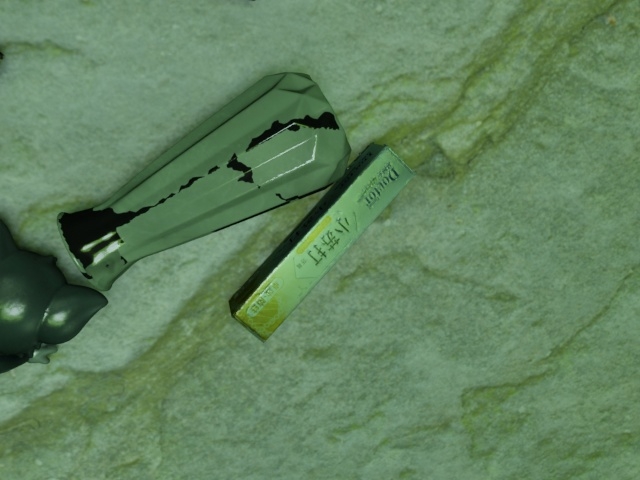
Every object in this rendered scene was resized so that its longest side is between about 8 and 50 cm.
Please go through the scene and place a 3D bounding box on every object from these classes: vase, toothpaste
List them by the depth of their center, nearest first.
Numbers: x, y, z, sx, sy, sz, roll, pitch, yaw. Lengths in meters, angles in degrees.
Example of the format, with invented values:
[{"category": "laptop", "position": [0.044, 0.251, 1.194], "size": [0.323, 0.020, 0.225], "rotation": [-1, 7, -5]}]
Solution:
[{"category": "vase", "position": [-0.143, -0.071, 0.860], "size": [0.360, 0.165, 0.165], "rotation": [-30, 109, -2]}, {"category": "toothpaste", "position": [0.000, 0.000, 0.943], "size": [0.071, 0.089, 0.313], "rotation": [42, 91, -14]}]

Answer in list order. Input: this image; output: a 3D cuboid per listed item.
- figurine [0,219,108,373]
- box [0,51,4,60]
[{"category": "figurine", "position": [-0.430, 0.105, 0.835], "size": [0.193, 0.140, 0.265], "rotation": [47, 65, -2]}, {"category": "box", "position": [-0.521, -0.113, 0.776], "size": [0.134, 0.097, 0.345], "rotation": [36, 93, -4]}]
